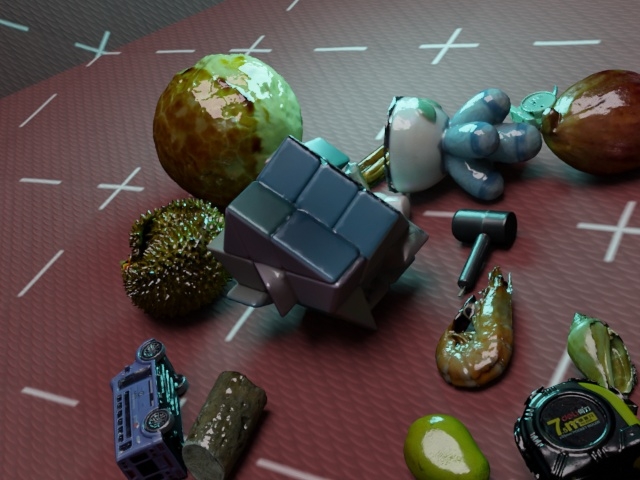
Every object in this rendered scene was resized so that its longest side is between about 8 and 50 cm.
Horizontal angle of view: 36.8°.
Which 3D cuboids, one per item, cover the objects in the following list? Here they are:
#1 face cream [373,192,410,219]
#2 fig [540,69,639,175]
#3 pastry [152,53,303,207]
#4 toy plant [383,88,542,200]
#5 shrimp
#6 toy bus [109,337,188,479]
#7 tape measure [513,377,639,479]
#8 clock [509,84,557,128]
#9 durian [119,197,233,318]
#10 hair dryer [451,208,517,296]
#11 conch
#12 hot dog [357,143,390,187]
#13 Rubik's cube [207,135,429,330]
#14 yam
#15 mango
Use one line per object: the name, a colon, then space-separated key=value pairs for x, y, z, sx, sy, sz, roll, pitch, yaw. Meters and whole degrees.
face cream: x=0.074 y=-0.066 z=2.185 sx=0.269 sy=0.082 sz=0.082 roll=-4 pitch=40 yaw=26
fig: x=0.598 y=-0.248 z=2.027 sx=0.263 sy=0.224 sz=0.224 roll=-19 pitch=36 yaw=12
pastry: x=-0.238 y=-0.267 z=2.362 sx=0.388 sy=0.389 sz=0.312 roll=-3 pitch=3 yaw=26
toy plant: x=0.325 y=-0.212 z=2.139 sx=0.332 sy=0.247 sz=0.247 roll=3 pitch=43 yaw=22
shrimp: x=0.292 y=0.160 z=1.802 sx=0.152 sy=0.063 sz=0.287 roll=-16 pitch=36 yaw=29
toy bus: x=-0.332 y=0.331 z=1.866 sx=0.133 sy=0.125 sz=0.292 roll=-22 pitch=37 yaw=2
tape measure: x=0.407 y=0.310 z=1.499 sx=0.199 sy=0.112 sz=0.186 roll=-21 pitch=42 yaw=-6
clock: x=0.524 y=-0.319 z=2.293 sx=0.135 sy=0.041 sz=0.101 roll=-31 pitch=36 yaw=-10
durian: x=-0.314 y=0.050 z=2.138 sx=0.293 sy=0.258 sz=0.258 roll=-37 pitch=37 yaw=-2
hair dryer: x=0.312 y=0.027 z=1.960 sx=0.124 sy=0.071 sz=0.219 roll=2 pitch=51 yaw=34
conch: x=0.475 y=0.191 z=1.642 sx=0.095 sy=0.079 sz=0.201 roll=-16 pitch=52 yaw=-12
hot dog: x=0.154 y=-0.192 z=2.324 sx=0.188 sy=0.055 sz=0.072 roll=-37 pitch=41 yaw=-18
Rubik's cube: x=0.000 y=0.000 z=1.920 sx=0.387 sy=0.368 sz=0.358 roll=37 pitch=61 yaw=13
yam: x=-0.181 y=0.348 z=1.777 sx=0.107 sy=0.107 sz=0.194 roll=0 pitch=43 yaw=29
mango: x=0.200 y=0.353 z=1.571 sx=0.117 sy=0.089 sz=0.163 roll=-27 pitch=36 yaw=-4
